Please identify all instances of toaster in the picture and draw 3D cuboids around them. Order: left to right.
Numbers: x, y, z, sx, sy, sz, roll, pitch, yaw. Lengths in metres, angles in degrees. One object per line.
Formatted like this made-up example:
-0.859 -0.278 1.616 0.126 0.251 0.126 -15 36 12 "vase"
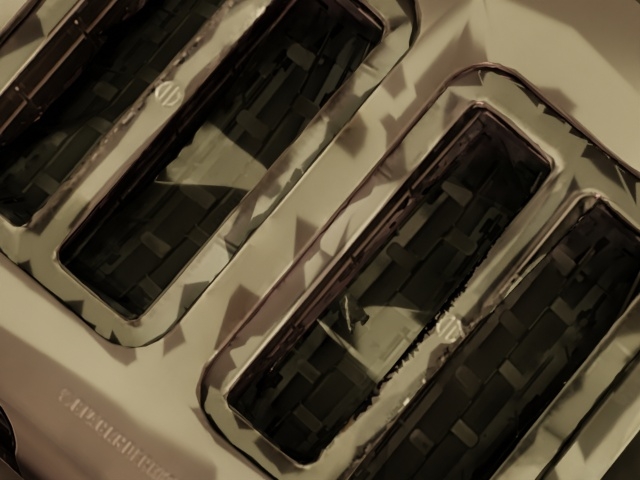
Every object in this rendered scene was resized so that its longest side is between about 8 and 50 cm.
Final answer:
0.000 0.000 0.449 0.168 0.110 0.185 40 82 3 "toaster"
